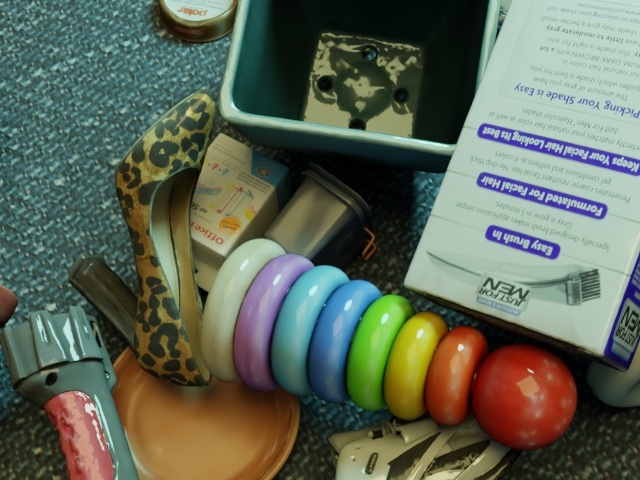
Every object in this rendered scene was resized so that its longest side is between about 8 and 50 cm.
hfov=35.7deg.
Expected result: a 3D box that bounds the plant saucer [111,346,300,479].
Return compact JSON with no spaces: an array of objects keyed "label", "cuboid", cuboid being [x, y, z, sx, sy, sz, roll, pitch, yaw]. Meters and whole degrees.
[{"label":"plant saucer","cuboid":[-0.120,0.173,0.983,0.200,0.037,0.200,0,61,-1]}]

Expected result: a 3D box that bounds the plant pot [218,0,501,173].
[{"label":"plant pot","cuboid":[0.048,-0.193,1.056,0.248,0.252,0.247,9,81,3]}]

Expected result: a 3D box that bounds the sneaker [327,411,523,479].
[{"label":"sneaker","cuboid":[0.088,0.203,0.923,0.146,0.122,0.330,41,67,17]}]

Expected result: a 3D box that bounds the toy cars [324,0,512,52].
[{"label":"toy cars","cuboid":[0.105,-0.325,1.235,0.393,0.087,0.176,-5,98,-6]}]

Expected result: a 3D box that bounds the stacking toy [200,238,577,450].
[{"label":"stacking toy","cuboid":[0.064,0.105,0.889,0.330,0.141,0.141,16,61,21]}]

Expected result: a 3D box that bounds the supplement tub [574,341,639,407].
[{"label":"supplement tub","cuboid":[0.309,-0.020,0.993,0.228,0.228,0.316,-18,63,-11]}]

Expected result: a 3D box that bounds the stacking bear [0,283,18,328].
[{"label":"stacking bear","cuboid":[-0.394,0.170,0.912,0.164,0.175,0.289,21,68,-28]}]

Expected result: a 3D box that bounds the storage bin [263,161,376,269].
[{"label":"storage bin","cuboid":[0.000,0.000,1.036,0.098,0.135,0.091,37,78,17]}]

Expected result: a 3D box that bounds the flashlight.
[{"label":"flashlight","cuboid":[-0.213,0.209,0.887,0.103,0.103,0.304,-24,69,-3]}]

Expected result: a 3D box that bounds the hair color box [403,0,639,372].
[{"label":"hair color box","cuboid":[0.226,-0.079,0.860,0.185,0.110,0.339,20,85,32]}]

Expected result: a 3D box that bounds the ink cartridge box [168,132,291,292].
[{"label":"ink cartridge box","cuboid":[-0.106,-0.022,1.061,0.092,0.090,0.143,28,64,14]}]

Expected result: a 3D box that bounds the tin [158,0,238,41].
[{"label":"tin","cuboid":[-0.142,-0.335,1.269,0.106,0.040,0.190,10,61,9]}]

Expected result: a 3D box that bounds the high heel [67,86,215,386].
[{"label":"high heel","cuboid":[-0.120,0.003,0.941,0.186,0.261,0.093,41,24,19]}]
